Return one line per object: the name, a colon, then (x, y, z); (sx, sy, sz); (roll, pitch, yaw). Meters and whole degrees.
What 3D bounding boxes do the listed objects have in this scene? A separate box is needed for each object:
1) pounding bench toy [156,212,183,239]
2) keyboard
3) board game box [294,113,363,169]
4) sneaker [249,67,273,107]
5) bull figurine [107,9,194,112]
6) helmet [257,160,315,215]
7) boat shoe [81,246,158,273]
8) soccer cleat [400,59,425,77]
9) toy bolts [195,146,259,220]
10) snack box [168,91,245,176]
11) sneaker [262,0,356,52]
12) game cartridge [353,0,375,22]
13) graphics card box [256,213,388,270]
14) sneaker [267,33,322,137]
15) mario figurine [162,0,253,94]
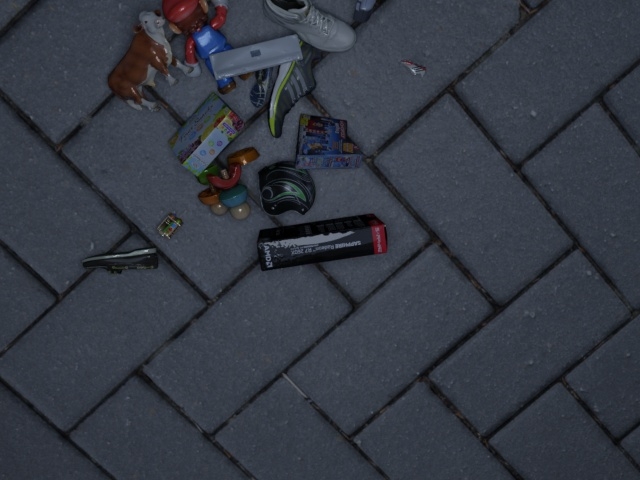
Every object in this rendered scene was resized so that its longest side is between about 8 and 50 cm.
pounding bench toy: (-0.459, -0.044, 1.834); (0.052, 0.083, 0.065); (41, 96, -10)
keyboard: (-0.180, -0.518, 1.696); (0.256, 0.014, 0.072); (-16, 93, -7)
board game box: (0.027, -0.282, 1.789); (0.194, 0.194, 0.060); (8, 139, -7)
sneaker: (-0.167, -0.460, 1.790); (0.052, 0.058, 0.135); (30, 122, 17)
bull figurine: (-0.482, -0.496, 1.695); (0.188, 0.101, 0.310); (46, 128, -10)
helmet: (-0.097, -0.154, 1.800); (0.162, 0.169, 0.169); (-8, 101, 4)
boat shoe: (-0.615, 0.069, 1.847); (0.228, 0.081, 0.068); (-8, 97, -5)
soccer cleat: (0.279, -0.519, 1.820); (0.083, 0.029, 0.035); (18, 95, -11)
toy bolts: (-0.249, -0.156, 1.768); (0.218, 0.228, 0.158); (-25, 112, -12)
snack box: (-0.333, -0.310, 1.744); (0.207, 0.174, 0.070); (-45, 130, 5)
sneaker: (-0.027, -0.625, 1.710); (0.293, 0.169, 0.108); (20, 97, -8)
game cartridge: (0.153, -0.770, 1.678); (0.060, 0.196, 0.294); (14, 99, -6)
graphics card box: (0.000, 0.000, 1.797); (0.371, 0.233, 0.094); (-8, 102, -3)
sneaker: (-0.079, -0.444, 1.773); (0.121, 0.111, 0.299); (16, 101, -10)
mario figurine: (-0.328, -0.593, 1.741); (0.198, 0.170, 0.320); (-49, 115, -30)
